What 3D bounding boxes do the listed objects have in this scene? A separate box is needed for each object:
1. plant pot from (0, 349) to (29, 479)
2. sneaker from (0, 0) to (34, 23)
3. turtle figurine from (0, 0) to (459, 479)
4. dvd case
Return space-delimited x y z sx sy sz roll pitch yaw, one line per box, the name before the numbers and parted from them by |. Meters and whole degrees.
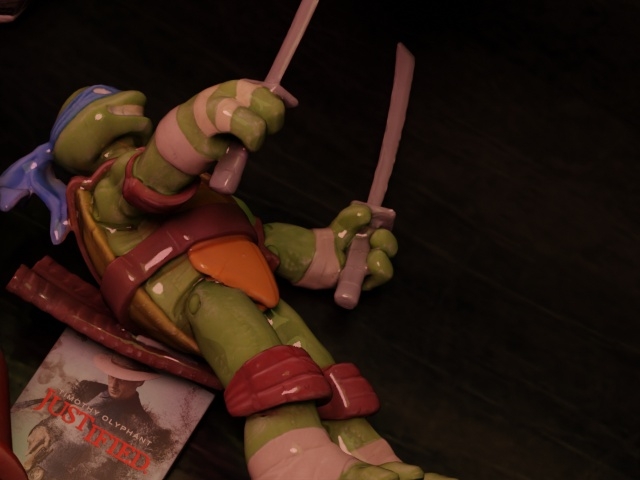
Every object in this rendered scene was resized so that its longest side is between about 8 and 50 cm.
plant pot | -0.260 -0.003 0.823 0.272 0.272 0.265 2 59 -7
sneaker | -0.226 -0.184 0.996 0.178 0.077 0.072 27 66 3
turtle figurine | 0.000 0.000 0.879 0.274 0.198 0.266 -21 71 -20
dvd case | -0.116 0.101 0.922 0.087 0.013 0.119 30 64 5
